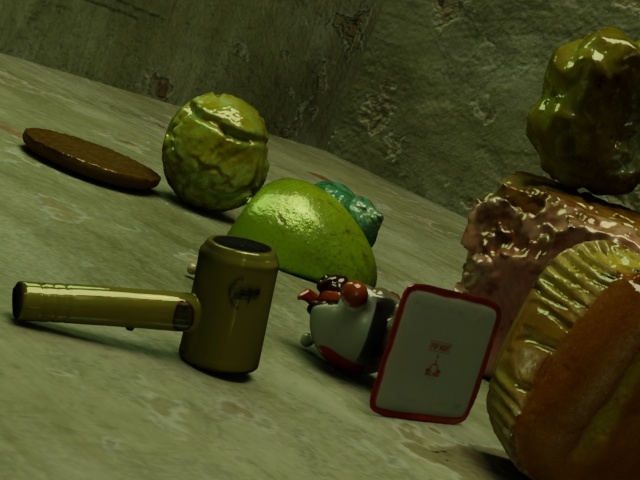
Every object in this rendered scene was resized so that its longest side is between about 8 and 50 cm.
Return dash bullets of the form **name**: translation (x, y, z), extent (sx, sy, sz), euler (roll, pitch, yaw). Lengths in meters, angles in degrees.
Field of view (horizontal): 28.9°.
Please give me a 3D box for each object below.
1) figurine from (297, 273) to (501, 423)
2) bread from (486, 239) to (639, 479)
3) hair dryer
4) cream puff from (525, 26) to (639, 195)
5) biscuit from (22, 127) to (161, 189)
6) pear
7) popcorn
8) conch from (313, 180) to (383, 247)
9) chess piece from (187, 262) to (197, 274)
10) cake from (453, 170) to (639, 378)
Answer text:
- **figurine**: translation (0.067, 0.111, 1.538), extent (0.183, 0.160, 0.226), euler (15, 3, -44)
- **bread**: translation (0.316, 0.148, 1.376), extent (0.204, 0.288, 0.156), euler (32, 3, -15)
- **hair dryer**: translation (-0.180, 0.059, 1.298), extent (0.279, 0.134, 0.090), euler (6, 15, -29)
- **cream puff**: translation (0.435, -0.201, 1.927), extent (0.282, 0.281, 0.185), euler (17, 11, -29)
- **biscuit**: translation (-0.416, -0.145, 2.249), extent (0.262, 0.037, 0.262), euler (22, 9, -4)
- **pear**: translation (0.003, -0.003, 2.144), extent (0.239, 0.139, 0.288), euler (33, 13, 17)
- **popcorn**: translation (-0.196, -0.164, 2.310), extent (0.204, 0.221, 0.184), euler (17, -14, -23)
- **conch**: translation (0.043, -0.036, 2.387), extent (0.196, 0.134, 0.202), euler (14, 11, -38)
- **chess piece**: translation (-0.141, 0.051, 1.732), extent (0.092, 0.035, 0.035), euler (18, 9, -4)
- **cake**: translation (0.370, 0.084, 1.897), extent (0.314, 0.306, 0.293), euler (27, 13, 29)
